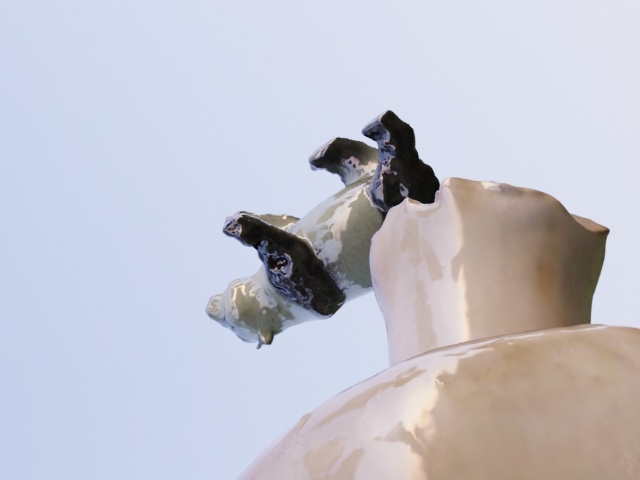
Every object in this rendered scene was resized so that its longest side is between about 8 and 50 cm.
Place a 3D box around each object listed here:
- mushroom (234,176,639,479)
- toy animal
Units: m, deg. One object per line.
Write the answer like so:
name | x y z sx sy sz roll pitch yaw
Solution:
mushroom | 0.082 0.118 0.663 0.297 0.297 0.290 37 -150 -52
toy animal | 0.000 0.000 1.125 0.121 0.225 0.094 54 -176 -7
